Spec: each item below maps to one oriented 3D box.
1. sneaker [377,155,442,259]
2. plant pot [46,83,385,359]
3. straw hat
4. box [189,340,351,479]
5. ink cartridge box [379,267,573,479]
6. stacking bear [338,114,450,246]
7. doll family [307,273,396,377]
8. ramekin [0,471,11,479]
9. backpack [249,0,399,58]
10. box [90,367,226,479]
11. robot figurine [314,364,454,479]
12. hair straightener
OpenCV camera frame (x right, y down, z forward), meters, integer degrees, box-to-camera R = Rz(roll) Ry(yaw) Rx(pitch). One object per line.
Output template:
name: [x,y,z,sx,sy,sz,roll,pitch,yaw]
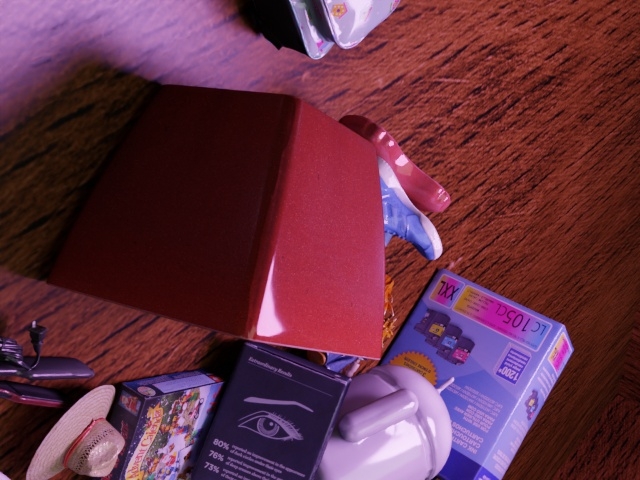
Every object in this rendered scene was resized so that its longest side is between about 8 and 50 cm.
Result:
sneaker: [0.077,-0.019,1.017,0.085,0.058,0.152,-42,111,-13]
plant pot: [-0.080,-0.024,0.910,0.267,0.268,0.235,21,81,-57]
straw hat: [-0.255,0.233,0.954,0.144,0.061,0.144,-53,169,-14]
box: [-0.063,0.257,1.159,0.108,0.153,0.207,50,62,-81]
ink cartridge box: [0.242,0.286,1.540,0.395,0.270,0.151,-58,145,-9]
stacking bear: [0.000,0.000,1.106,0.175,0.164,0.289,41,83,-26]
doll family: [0.048,0.133,1.301,0.163,0.118,0.262,-29,134,-42]
ramekin: [-0.414,0.286,0.747,0.277,0.135,0.277,-34,138,-38]
backpack: [0.015,-0.311,0.926,0.188,0.144,0.165,-52,140,-23]
box: [-0.219,0.285,1.093,0.159,0.044,0.233,0,112,-60]
robot figurine: [0.061,0.323,1.336,0.354,0.199,0.300,-23,158,-25]
hair straightener: [-0.318,0.116,0.856,0.230,0.047,0.089,27,89,-53]
